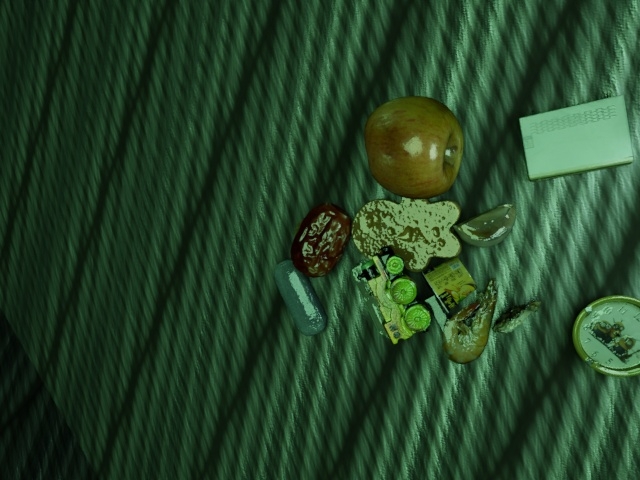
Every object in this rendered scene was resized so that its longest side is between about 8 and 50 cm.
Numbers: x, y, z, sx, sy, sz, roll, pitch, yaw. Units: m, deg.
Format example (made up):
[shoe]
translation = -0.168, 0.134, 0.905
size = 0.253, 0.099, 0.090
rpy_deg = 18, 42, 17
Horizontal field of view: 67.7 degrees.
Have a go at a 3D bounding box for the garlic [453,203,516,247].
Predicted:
[garlic]
translation = 0.503, -0.035, 1.423
size = 0.195, 0.087, 0.102
rpy_deg = -22, 91, 2

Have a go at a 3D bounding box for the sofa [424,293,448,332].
[sofa]
translation = 0.375, 0.229, 1.512
size = 0.039, 0.060, 0.118
rpy_deg = -30, 82, 12

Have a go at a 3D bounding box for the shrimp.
[shrimp]
translation = 0.458, 0.243, 1.461
size = 0.152, 0.063, 0.288
rpy_deg = 15, 95, -10

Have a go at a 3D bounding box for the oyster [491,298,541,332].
[oyster]
translation = 0.574, 0.226, 1.420
size = 0.056, 0.105, 0.177
rpy_deg = 55, 146, 26

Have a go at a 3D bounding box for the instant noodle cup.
[instant noodle cup]
translation = 0.397, 0.129, 1.457
size = 0.122, 0.151, 0.152
rpy_deg = -33, 82, 12

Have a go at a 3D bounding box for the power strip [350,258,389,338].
[power strip]
translation = 0.185, 0.191, 1.586
size = 0.078, 0.052, 0.272
rpy_deg = -27, 85, 20

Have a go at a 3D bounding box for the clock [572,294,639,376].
[clock]
translation = 0.836, 0.265, 1.346
size = 0.236, 0.057, 0.237
rpy_deg = 2, 96, 19

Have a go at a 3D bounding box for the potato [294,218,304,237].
[potato]
translation = -0.064, -0.035, 1.669
size = 0.051, 0.040, 0.083
rpy_deg = 24, 103, 12

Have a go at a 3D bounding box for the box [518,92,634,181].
[box]
translation = 0.720, -0.291, 1.358
size = 0.270, 0.045, 0.211
rpy_deg = -11, 90, 21

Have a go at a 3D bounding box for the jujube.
[jujube]
translation = 0.000, 0.000, 1.580
size = 0.174, 0.174, 0.251
rpy_deg = 33, 107, 15

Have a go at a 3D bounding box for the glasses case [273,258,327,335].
[glasses case]
translation = -0.073, 0.199, 1.674
size = 0.109, 0.067, 0.283
rpy_deg = -28, 82, 17

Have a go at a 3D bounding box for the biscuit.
[biscuit]
translation = 0.273, -0.031, 1.538
size = 0.354, 0.052, 0.276
rpy_deg = -5, 94, 23

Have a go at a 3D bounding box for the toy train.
[toy train]
translation = 0.229, 0.169, 1.489
size = 0.160, 0.100, 0.296
rpy_deg = -26, 89, 10

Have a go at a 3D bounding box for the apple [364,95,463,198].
[apple]
translation = 0.264, -0.273, 1.404
size = 0.274, 0.299, 0.299
rpy_deg = 8, 96, 29
